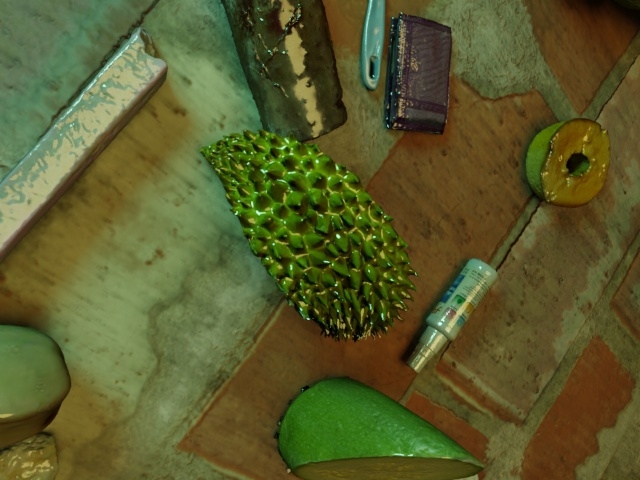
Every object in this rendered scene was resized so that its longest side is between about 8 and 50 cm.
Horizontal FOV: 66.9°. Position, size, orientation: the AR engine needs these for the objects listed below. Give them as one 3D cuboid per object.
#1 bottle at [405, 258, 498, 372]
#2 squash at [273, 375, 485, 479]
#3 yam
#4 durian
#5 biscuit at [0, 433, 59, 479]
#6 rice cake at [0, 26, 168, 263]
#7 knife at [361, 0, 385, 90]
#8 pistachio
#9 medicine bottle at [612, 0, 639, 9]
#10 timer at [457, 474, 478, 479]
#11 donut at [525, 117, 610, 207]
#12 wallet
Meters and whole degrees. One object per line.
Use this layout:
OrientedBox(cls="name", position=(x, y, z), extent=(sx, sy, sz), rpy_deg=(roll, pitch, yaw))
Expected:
OrientedBox(cls="bottle", position=(0.218, 0.129, 0.820), extent=(0.060, 0.060, 0.217), rpy_deg=(44, 77, -26))
OrientedBox(cls="squash", position=(0.070, 0.311, 0.666), extent=(0.189, 0.260, 0.189), rpy_deg=(-6, 103, -29))
OrientedBox(cls="yam", position=(-0.050, -0.258, 0.578), extent=(0.131, 0.131, 0.279), rpy_deg=(-25, 111, -21))
OrientedBox(cls="durian", position=(0.000, 0.000, 0.620), extent=(0.158, 0.169, 0.352), rpy_deg=(-39, 112, -4))
OrientedBox(cls="biscuit", position=(-0.427, 0.296, 0.533), extent=(0.265, 0.040, 0.188), rpy_deg=(-25, 110, -22))
OrientedBox(cls="rice cake", position=(-0.285, -0.084, 0.521), extent=(0.056, 0.073, 0.365), rpy_deg=(42, 77, -25))
OrientedBox(cls="knife", position=(0.076, -0.372, 0.682), extent=(0.044, 0.019, 0.313), rpy_deg=(0, 97, -24))
OrientedBox(cls="pistachio", position=(-0.365, 0.151, 0.488), extent=(0.206, 0.131, 0.129), rpy_deg=(3, 90, -23))
OrientedBox(cls="medicine bottle", position=(0.547, -0.500, 0.781), extent=(0.384, 0.224, 0.224), rpy_deg=(9, 95, -29))
OrientedBox(cls="timer", position=(0.190, 0.496, 0.858), extent=(0.237, 0.087, 0.262), rpy_deg=(-25, 110, -22))
OrientedBox(cls="donut", position=(0.450, -0.141, 0.889), extent=(0.178, 0.065, 0.162), rpy_deg=(12, 99, -29))
OrientedBox(cls="wallet", position=(0.153, -0.248, 0.733), extent=(0.111, 0.030, 0.166), rpy_deg=(-2, 100, -26))
